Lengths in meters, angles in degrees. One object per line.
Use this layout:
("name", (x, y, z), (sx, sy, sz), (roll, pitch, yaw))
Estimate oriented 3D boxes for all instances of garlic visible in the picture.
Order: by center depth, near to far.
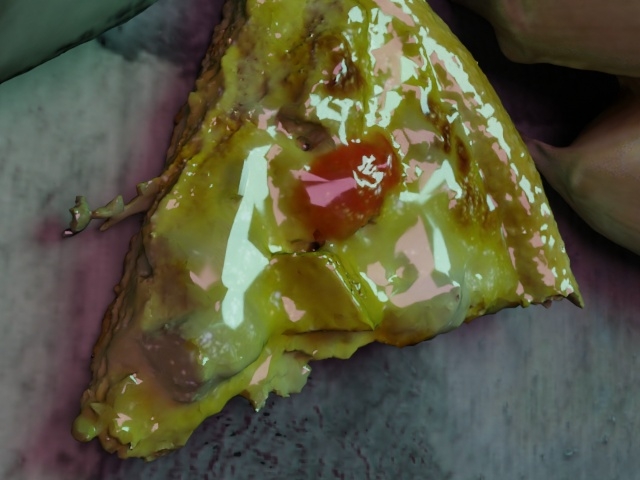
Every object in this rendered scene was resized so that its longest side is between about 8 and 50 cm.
("garlic", (0.260, -0.123, 0.511), (0.313, 0.286, 0.249), (-18, 46, -34))

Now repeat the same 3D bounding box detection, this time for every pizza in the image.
("pizza", (0.000, 0.000, 0.411), (0.280, 0.075, 0.288), (45, 65, -13))

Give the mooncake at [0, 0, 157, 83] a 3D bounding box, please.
("mooncake", (-0.146, -0.149, 0.267), (0.254, 0.250, 0.136), (-34, 78, -31))
